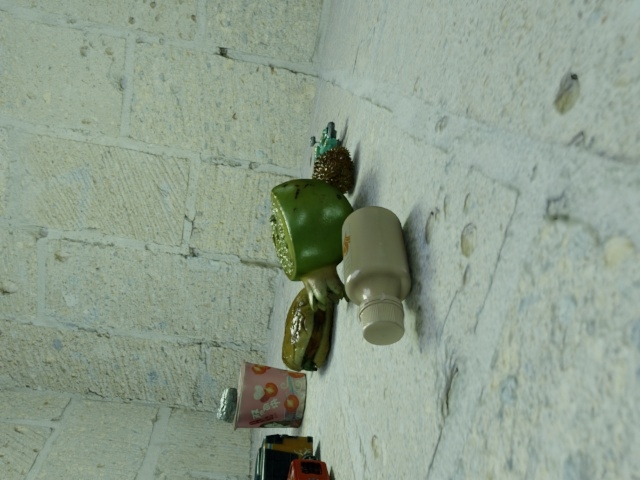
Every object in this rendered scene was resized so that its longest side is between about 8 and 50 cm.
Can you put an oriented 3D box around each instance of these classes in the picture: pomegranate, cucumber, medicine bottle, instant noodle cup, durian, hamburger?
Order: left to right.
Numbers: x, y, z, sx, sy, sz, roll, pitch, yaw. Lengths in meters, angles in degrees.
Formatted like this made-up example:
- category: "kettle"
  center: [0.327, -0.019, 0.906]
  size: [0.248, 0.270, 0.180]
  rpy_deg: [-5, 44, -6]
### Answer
- category: "cucumber"
  center: [-0.306, 0.543, 1.685]
  size: [0.064, 0.064, 0.112]
  rpy_deg: [118, 161, -66]
- category: "instant noodle cup"
  center: [-0.179, 0.556, 1.806]
  size: [0.243, 0.231, 0.243]
  rpy_deg: [-172, 90, -82]
- category: "hamburger"
  center: [-0.046, 0.264, 1.556]
  size: [0.285, 0.134, 0.266]
  rpy_deg: [122, 153, -65]
- category: "pomegranate"
  center: [0.000, 0.000, 1.350]
  size: [0.359, 0.216, 0.310]
  rpy_deg: [65, 161, 15]
- category: "durian"
  center: [0.034, -0.192, 1.523]
  size: [0.168, 0.137, 0.158]
  rpy_deg: [-63, -3, 40]
- category: "medicine bottle"
  center: [0.096, 0.058, 0.869]
  size: [0.252, 0.114, 0.114]
  rpy_deg: [-91, 13, -47]

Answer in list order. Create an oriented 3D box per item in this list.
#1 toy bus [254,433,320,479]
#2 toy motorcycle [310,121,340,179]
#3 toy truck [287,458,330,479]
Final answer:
- category: "toy bus"
  center: [-0.090, 0.650, 1.319]
  size: [0.275, 0.167, 0.139]
  rpy_deg: [-93, 14, -57]
- category: "toy motorcycle"
  center: [0.010, -0.281, 1.851]
  size: [0.297, 0.109, 0.198]
  rpy_deg: [103, 171, -48]
- category: "toy truck"
  center: [-0.020, 0.589, 1.111]
  size: [0.252, 0.107, 0.114]
  rpy_deg: [-137, 56, -80]
